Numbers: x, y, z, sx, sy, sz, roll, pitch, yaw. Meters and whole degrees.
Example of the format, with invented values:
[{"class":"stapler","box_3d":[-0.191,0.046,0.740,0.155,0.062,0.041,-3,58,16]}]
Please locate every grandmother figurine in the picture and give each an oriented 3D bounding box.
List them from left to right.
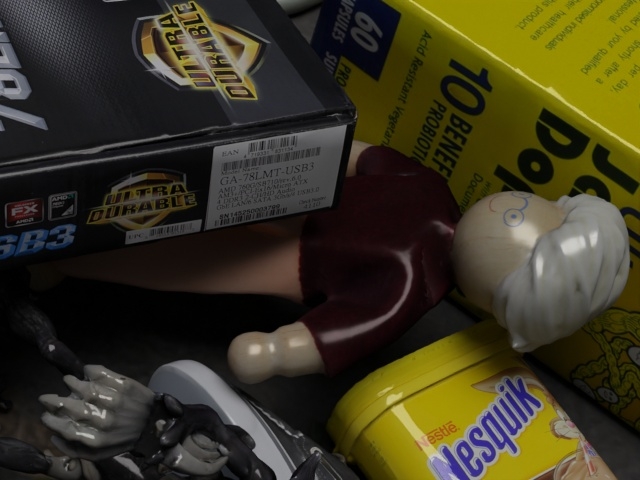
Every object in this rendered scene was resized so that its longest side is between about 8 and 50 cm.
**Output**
[{"class":"grandmother figurine","box_3d":[0.000,0.000,0.775,0.343,0.104,0.207,6,52,14]}]

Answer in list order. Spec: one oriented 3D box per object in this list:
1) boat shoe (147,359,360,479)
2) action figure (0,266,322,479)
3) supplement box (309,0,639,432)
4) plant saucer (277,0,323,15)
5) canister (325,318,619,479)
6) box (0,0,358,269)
[{"class":"boat shoe","box_3d":[-0.003,0.148,0.734,0.228,0.080,0.076,44,36,24]},{"class":"action figure","box_3d":[-0.115,0.120,0.671,0.276,0.164,0.141,40,15,24]},{"class":"supplement box","box_3d":[0.177,-0.056,0.867,0.357,0.194,0.195,36,51,15]},{"class":"plant saucer","box_3d":[-0.125,-0.338,1.079,0.401,0.100,0.400,7,50,-9]},{"class":"canister","box_3d":[0.101,0.141,0.767,0.126,0.073,0.170,-22,62,-30]},{"class":"box","box_3d":[-0.172,-0.107,0.741,0.293,0.073,0.295,-9,44,-24]}]
